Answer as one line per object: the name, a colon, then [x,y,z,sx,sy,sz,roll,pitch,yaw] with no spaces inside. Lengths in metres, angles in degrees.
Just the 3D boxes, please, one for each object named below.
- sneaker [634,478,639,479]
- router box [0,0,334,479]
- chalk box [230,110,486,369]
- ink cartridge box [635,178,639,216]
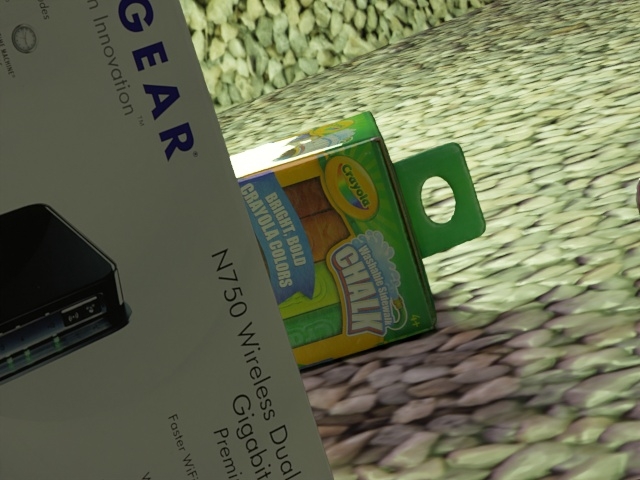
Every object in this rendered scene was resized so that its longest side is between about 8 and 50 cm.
sneaker: [0.128,0.107,0.662,0.119,0.047,0.057,-11,4,-7]
router box: [-0.166,0.035,0.685,0.301,0.335,0.082,-25,13,-34]
chalk box: [0.000,0.000,1.131,0.213,0.132,0.132,-18,11,3]
ink cartridge box: [0.208,0.071,0.231,0.131,0.226,0.306,-23,12,-24]
